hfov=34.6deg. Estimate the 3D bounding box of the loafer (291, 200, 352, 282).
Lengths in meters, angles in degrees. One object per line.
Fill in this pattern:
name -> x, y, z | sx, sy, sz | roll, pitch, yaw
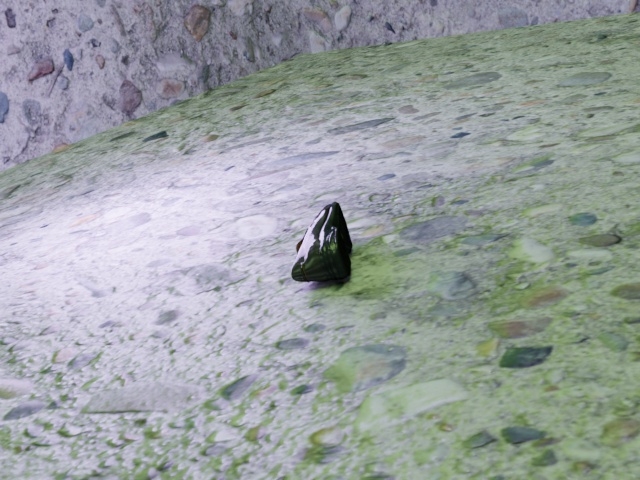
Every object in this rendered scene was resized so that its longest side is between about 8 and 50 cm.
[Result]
loafer -> 0.000, 0.000, 1.176 | 0.061, 0.062, 0.170 | -17, 15, 10
